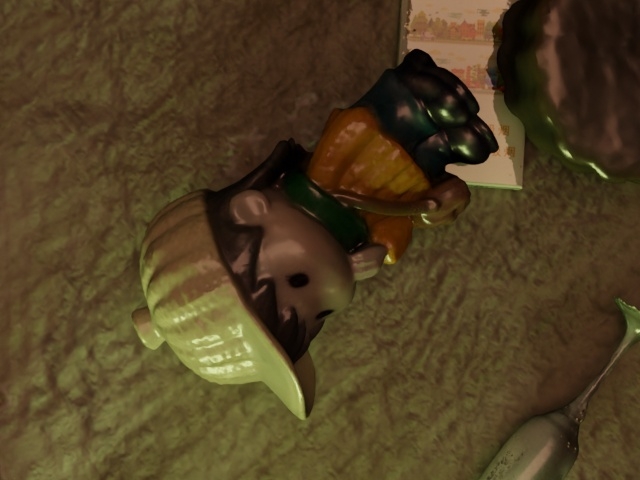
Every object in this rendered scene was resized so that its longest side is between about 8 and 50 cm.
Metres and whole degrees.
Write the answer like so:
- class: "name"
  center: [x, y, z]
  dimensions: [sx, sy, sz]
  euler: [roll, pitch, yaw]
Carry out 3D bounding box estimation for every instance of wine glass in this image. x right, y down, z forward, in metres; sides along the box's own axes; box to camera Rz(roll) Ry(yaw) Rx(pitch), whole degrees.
- class: "wine glass"
  center: [0.209, 0.171, 1.435]
  dimensions: [0.074, 0.074, 0.262]
  euler: [38, 89, 0]

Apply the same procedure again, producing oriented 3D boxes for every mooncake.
- class: "mooncake"
  center: [0.270, -0.158, 1.411]
  dimensions: [0.228, 0.124, 0.228]
  euler: [0, 92, -11]

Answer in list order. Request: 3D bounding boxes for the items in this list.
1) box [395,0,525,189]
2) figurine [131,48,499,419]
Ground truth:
- class: "box"
  center: [0.128, -0.159, 1.462]
  dimensions: [0.122, 0.032, 0.220]
  euler: [4, 89, 0]
- class: "figurine"
  center: [-0.014, -0.020, 1.386]
  dimensions: [0.204, 0.185, 0.332]
  euler: [28, 77, 35]
